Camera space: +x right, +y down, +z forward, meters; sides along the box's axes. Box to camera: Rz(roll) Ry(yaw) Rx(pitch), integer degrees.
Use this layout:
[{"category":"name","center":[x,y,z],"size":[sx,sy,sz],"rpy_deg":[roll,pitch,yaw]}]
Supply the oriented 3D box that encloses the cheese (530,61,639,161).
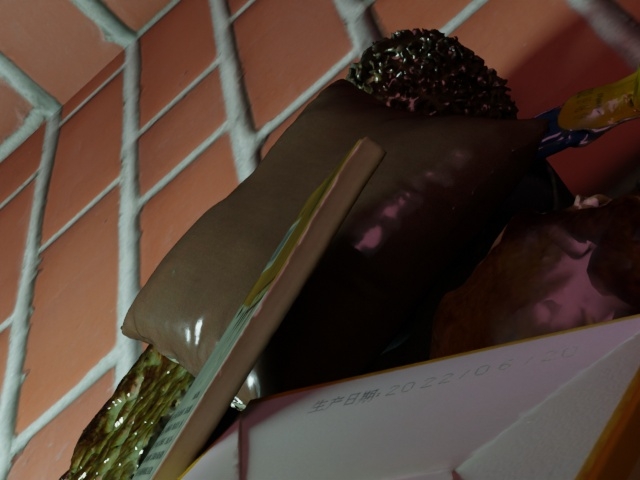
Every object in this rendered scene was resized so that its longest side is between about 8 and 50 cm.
[{"category":"cheese","center":[0.275,-0.126,1.102],"size":[0.270,0.069,0.177],"rpy_deg":[-21,21,20]}]

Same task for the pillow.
[{"category":"pillow","center":[0.000,0.000,1.152],"size":[0.305,0.108,0.308],"rpy_deg":[-49,29,-12]}]

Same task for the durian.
[{"category":"durian","center":[0.088,-0.103,1.365],"size":[0.196,0.167,0.196],"rpy_deg":[-61,2,3]}]

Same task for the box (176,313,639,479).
[{"category":"box","center":[0.052,0.200,0.686],"size":[0.283,0.214,0.259],"rpy_deg":[-17,16,35]}]

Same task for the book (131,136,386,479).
[{"category":"book","center":[-0.061,0.079,0.918],"size":[0.295,0.020,0.208],"rpy_deg":[-58,4,-14]}]

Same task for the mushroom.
[{"category":"mushroom","center":[0.214,0.062,0.858],"size":[0.302,0.233,0.208],"rpy_deg":[-31,-11,-26]}]

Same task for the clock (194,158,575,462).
[{"category":"clock","center":[0.057,0.082,1.169],"size":[0.386,0.076,0.386],"rpy_deg":[-37,23,19]}]

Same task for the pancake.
[{"category":"pancake","center":[-0.170,0.191,1.320],"size":[0.305,0.067,0.426],"rpy_deg":[-41,17,46]}]
